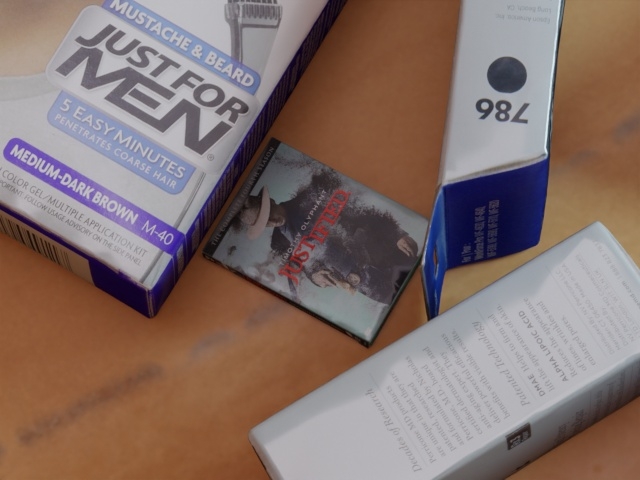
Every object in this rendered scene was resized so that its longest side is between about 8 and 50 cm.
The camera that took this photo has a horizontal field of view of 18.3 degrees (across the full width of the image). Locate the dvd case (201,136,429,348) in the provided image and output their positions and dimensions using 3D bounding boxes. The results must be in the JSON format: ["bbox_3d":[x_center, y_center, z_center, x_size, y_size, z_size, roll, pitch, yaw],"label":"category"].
[{"bbox_3d":[0.000,0.000,1.206,0.119,0.013,0.087,29,78,14],"label":"dvd case"}]

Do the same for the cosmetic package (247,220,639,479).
[{"bbox_3d":[0.082,0.093,1.116,0.231,0.117,0.085,-33,71,-3],"label":"cosmetic package"}]

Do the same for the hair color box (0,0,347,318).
[{"bbox_3d":[-0.093,-0.146,1.199,0.185,0.110,0.339,30,77,3],"label":"hair color box"}]

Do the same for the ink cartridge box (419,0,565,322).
[{"bbox_3d":[0.110,-0.115,1.151,0.065,0.165,0.333,7,75,7],"label":"ink cartridge box"}]
